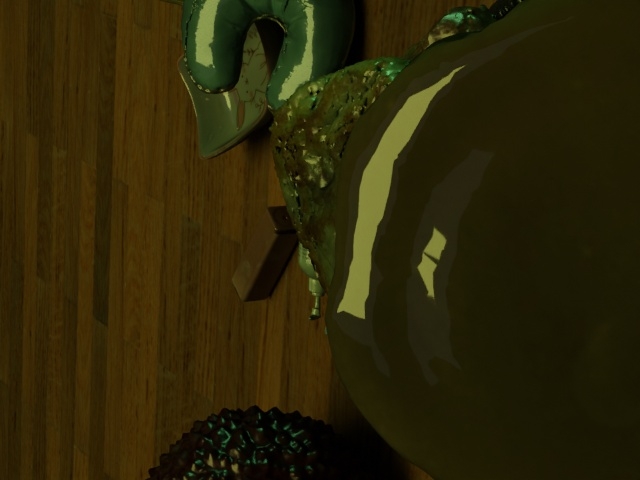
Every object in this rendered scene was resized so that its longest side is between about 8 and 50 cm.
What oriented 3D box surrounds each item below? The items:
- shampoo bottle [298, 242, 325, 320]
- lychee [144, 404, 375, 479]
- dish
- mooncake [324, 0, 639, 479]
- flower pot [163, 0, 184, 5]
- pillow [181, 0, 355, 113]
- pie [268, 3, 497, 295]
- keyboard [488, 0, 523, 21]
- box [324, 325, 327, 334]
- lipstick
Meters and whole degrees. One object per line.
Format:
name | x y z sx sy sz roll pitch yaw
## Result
shampoo bottle | 0.000 0.000 2.072 0.056 0.056 0.195 25 116 56
lychee | -0.068 0.342 2.013 0.330 0.306 0.306 127 134 -81
dish | -0.097 -0.208 2.185 0.212 0.077 0.151 -35 67 55
mooncake | 0.240 0.008 1.307 0.467 0.262 0.467 3 101 15
flower pot | -0.158 -0.384 2.162 0.195 0.179 0.195 19 113 57
pillow | -0.067 -0.261 2.037 0.233 0.086 0.214 21 94 23
pie | 0.106 0.007 1.778 0.395 0.180 0.418 -30 76 54
keyboard | 0.157 -0.184 1.810 0.231 0.023 0.072 -42 61 54
box | 0.102 0.013 1.618 0.143 0.083 0.232 27 120 25
lipstick | -0.070 0.018 2.203 0.045 0.045 0.145 62 143 31
